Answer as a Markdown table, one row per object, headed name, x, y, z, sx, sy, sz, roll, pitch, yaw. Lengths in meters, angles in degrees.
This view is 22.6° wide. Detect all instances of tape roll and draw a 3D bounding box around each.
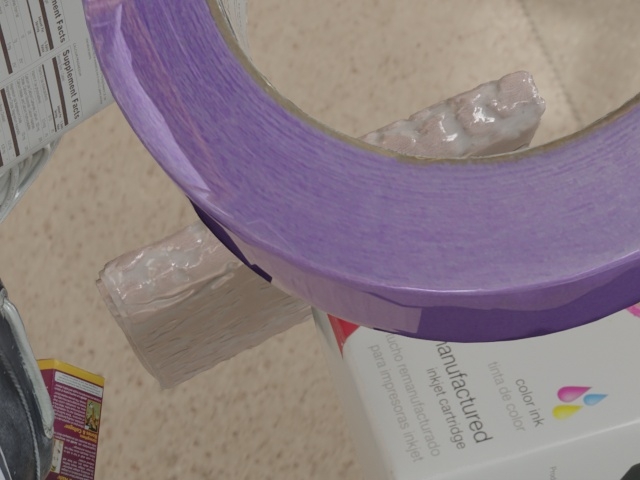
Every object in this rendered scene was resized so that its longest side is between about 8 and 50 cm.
| name | x | y | z | sx | sy | sz | roll | pitch | yaw |
| --- | --- | --- | --- | --- | --- | --- | --- | --- | --- |
| tape roll | 0.054 | -0.104 | 0.593 | 0.275 | 0.090 | 0.274 | -2 | 75 | 7 |

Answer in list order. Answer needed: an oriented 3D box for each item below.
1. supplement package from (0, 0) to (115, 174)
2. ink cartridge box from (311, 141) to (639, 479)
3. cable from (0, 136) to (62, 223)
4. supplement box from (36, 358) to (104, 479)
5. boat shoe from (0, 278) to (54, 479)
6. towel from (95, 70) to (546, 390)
| name | x | y | z | sx | sy | sz | roll | pitch | yaw |
| --- | --- | --- | --- | --- | --- | --- | --- | --- | --- |
| supplement package | -0.248 | -0.208 | 1.228 | 0.263 | 0.198 | 0.199 | -36 | 63 | -22 |
| ink cartridge box | 0.160 | 0.054 | 0.914 | 0.306 | 0.131 | 0.226 | -16 | 45 | -5 |
| cable | -0.360 | -0.050 | 1.566 | 0.089 | 0.257 | 0.257 | 40 | 15 | 2 |
| supplement box | -0.178 | 0.125 | 1.051 | 0.055 | 0.043 | 0.083 | 33 | 55 | -53 |
| boat shoe | -0.183 | -0.018 | 0.592 | 0.301 | 0.108 | 0.102 | 64 | 26 | -14 |
| towel | 0.000 | 0.000 | 1.226 | 0.332 | 0.317 | 0.053 | -27 | 78 | -7 |
